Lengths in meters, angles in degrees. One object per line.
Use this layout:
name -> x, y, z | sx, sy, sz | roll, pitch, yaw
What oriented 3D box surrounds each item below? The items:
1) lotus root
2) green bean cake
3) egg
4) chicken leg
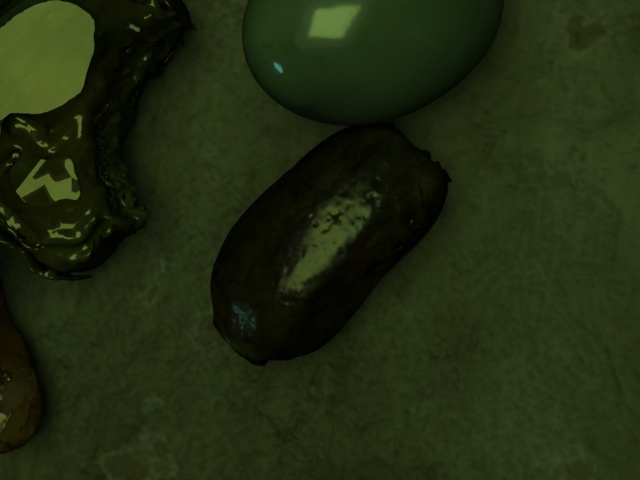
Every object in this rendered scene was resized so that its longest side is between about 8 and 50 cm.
lotus root -> 0.000, 0.000, 1.499 | 0.152, 0.160, 0.275 | 41, 93, -3
green bean cake -> -0.252, -0.142, 1.516 | 0.285, 0.202, 0.310 | 41, 93, 5
egg -> 0.054, -0.219, 1.465 | 0.282, 0.203, 0.203 | -24, 83, -29
chicken leg -> -0.352, 0.124, 1.581 | 0.101, 0.085, 0.208 | -18, 76, 20
